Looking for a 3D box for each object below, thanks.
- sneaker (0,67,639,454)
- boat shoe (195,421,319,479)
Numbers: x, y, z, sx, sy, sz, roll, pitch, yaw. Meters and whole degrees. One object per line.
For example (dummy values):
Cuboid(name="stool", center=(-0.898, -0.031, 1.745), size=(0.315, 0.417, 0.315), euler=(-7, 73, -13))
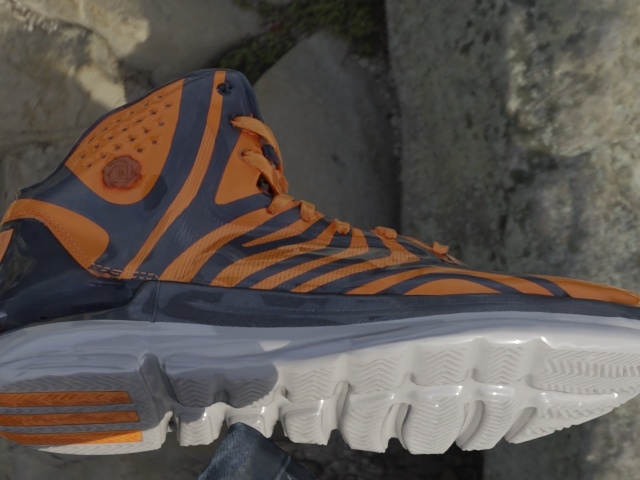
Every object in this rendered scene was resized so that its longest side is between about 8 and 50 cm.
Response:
Cuboid(name="sneaker", center=(0.000, 0.000, 0.474), size=(0.321, 0.125, 0.180), euler=(2, 55, -7))
Cuboid(name="boat shoe", center=(-0.105, 0.198, 0.352), size=(0.105, 0.113, 0.306), euler=(42, 95, -1))
